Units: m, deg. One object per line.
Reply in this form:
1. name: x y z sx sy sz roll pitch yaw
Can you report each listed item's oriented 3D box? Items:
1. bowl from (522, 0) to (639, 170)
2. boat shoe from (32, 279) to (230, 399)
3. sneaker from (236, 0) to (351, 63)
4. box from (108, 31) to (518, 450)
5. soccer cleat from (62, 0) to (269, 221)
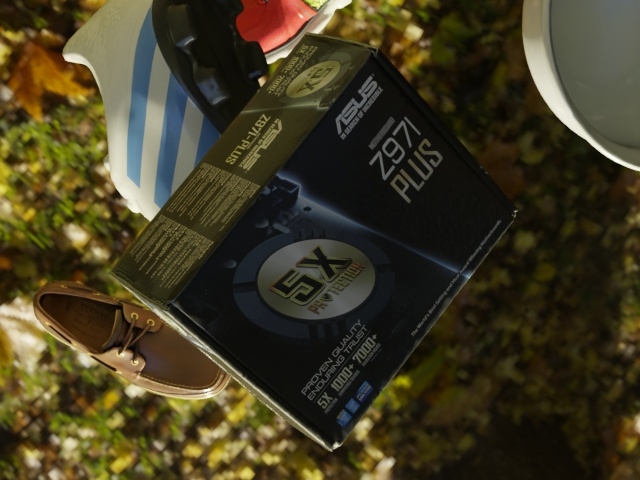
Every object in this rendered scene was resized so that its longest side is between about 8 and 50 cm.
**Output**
1. bowl: 0.305 -0.216 1.394 0.298 0.134 0.298 -3 97 -27
2. boat shoe: -0.160 0.083 1.170 0.060 0.178 0.064 60 54 -80
3. sneaker: -0.022 -0.293 1.513 0.279 0.107 0.118 -34 154 8
4. box: 0.000 0.000 0.794 0.180 0.077 0.147 -51 123 -9
5. soccer cleat: -0.074 -0.029 1.022 0.116 0.143 0.331 -35 106 -52
